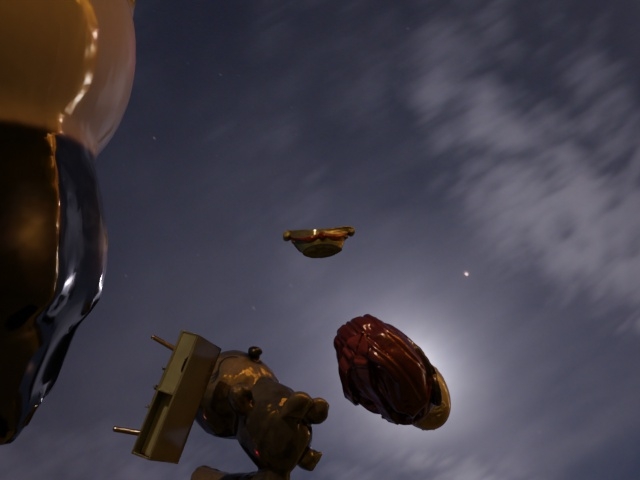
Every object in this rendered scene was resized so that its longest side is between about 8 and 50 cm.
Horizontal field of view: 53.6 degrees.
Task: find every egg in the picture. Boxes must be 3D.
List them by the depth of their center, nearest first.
[{"bbox_3d":[0.275,0.420,1.737,0.164,0.202,0.164,-25,-18,-9],"label":"egg"}]

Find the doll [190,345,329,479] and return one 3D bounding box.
[{"bbox_3d":[-0.202,0.423,1.402,0.379,0.382,0.252,-60,-40,-17],"label":"doll"}]

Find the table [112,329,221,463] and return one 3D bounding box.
[{"bbox_3d":[-0.304,0.297,1.240,0.121,0.111,0.240,61,-134,-64],"label":"table"}]

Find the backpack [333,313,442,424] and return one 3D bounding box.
[{"bbox_3d":[0.110,0.231,1.156,0.139,0.229,0.229,-37,-53,-18],"label":"backpack"}]

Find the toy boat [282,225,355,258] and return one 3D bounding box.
[{"bbox_3d":[-0.001,0.001,1.591,0.184,0.071,0.089,-4,-40,-6],"label":"toy boat"}]

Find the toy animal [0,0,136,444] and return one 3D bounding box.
[{"bbox_3d":[-0.228,-0.063,0.378,0.250,0.251,0.310,13,-85,-33],"label":"toy animal"}]
